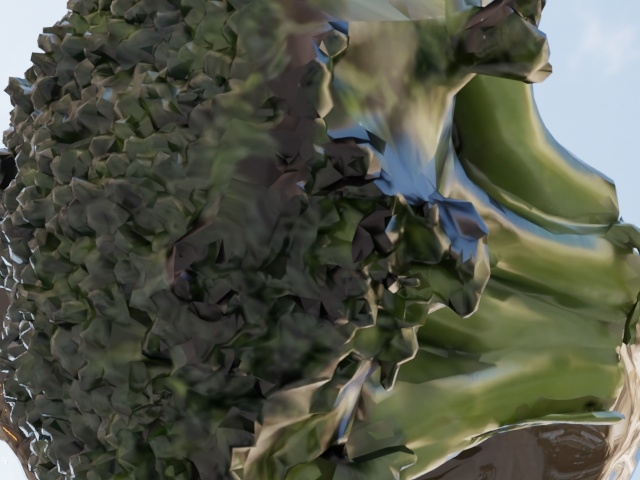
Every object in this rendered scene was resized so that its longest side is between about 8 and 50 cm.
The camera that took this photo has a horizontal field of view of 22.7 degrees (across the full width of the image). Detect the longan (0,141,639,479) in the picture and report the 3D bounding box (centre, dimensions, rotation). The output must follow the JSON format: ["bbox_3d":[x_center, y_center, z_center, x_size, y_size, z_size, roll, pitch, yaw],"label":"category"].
[{"bbox_3d":[0.002,0.067,1.039,0.436,0.404,0.404,28,-61,28],"label":"longan"}]

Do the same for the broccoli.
[{"bbox_3d":[-0.003,0.001,0.426,0.198,0.176,0.226,114,-44,-60],"label":"broccoli"}]
